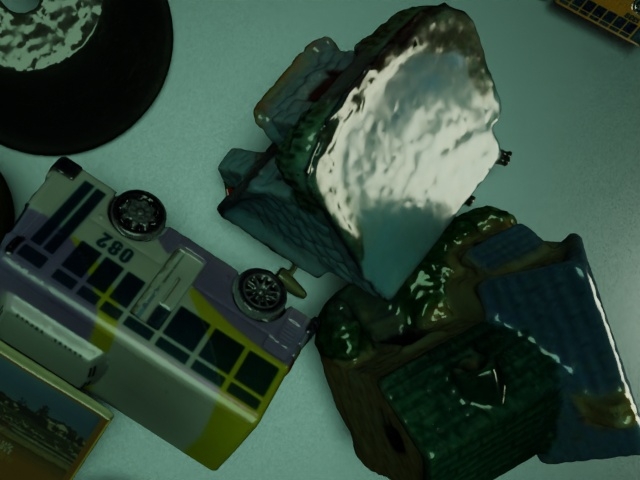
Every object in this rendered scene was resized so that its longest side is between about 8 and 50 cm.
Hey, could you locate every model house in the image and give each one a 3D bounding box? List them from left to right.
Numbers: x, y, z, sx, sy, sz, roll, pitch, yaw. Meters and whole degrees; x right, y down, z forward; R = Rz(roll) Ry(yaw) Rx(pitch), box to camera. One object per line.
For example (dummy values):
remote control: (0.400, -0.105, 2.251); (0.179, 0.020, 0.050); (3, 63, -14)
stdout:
model house: (0.023, -0.159, 1.379); (0.360, 0.339, 0.297); (-52, 130, -19)
model house: (0.235, 0.167, 1.325); (0.382, 0.342, 0.334); (-26, 102, -20)

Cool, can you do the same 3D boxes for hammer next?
hammer: (0.000, 0.000, 1.519); (0.060, 0.028, 0.195); (34, 83, -10)

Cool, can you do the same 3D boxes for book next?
book: (-0.490, 0.308, 1.364); (0.262, 0.028, 0.374); (34, 113, -4)

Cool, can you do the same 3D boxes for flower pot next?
flower pot: (-0.395, -0.322, 1.376); (0.379, 0.251, 0.379); (1, 86, -8)

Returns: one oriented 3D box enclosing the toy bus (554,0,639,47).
toy bus: (0.483, -0.395, 1.546); (0.182, 0.103, 0.091); (26, 56, -5)

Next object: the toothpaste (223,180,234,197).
toothpaste: (-0.060, -0.107, 1.509); (0.193, 0.045, 0.071); (-12, 80, -2)

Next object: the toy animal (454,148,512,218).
toy animal: (0.211, -0.152, 1.527); (0.176, 0.073, 0.217); (37, 89, 2)

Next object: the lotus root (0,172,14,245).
lotus root: (-0.559, -0.035, 1.304); (0.250, 0.346, 0.250); (0, 81, -2)

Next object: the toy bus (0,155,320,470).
toy bus: (-0.258, 0.109, 1.346); (0.440, 0.209, 0.249); (34, 50, -3)
